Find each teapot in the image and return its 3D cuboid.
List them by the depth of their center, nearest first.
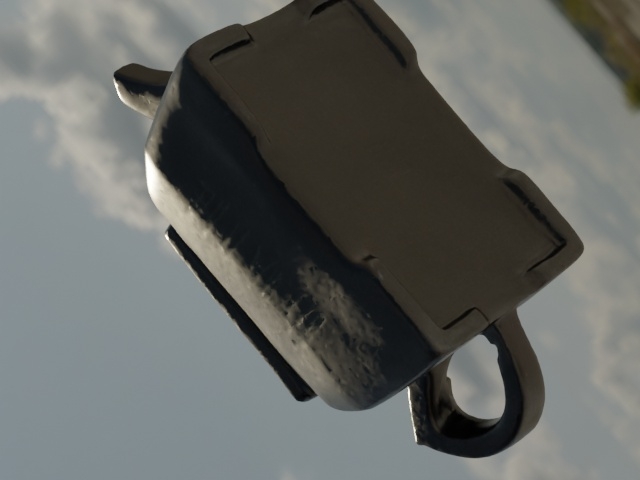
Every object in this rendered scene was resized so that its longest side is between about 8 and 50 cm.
[{"bbox_3d":[0.000,0.000,0.630,0.177,0.096,0.087,49,-137,9],"label":"teapot"}]
